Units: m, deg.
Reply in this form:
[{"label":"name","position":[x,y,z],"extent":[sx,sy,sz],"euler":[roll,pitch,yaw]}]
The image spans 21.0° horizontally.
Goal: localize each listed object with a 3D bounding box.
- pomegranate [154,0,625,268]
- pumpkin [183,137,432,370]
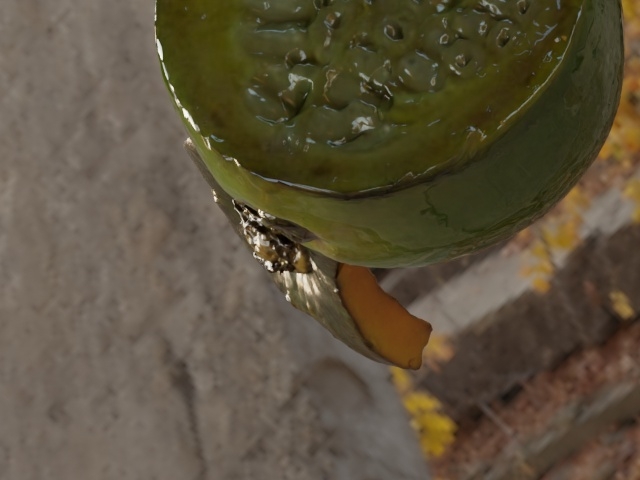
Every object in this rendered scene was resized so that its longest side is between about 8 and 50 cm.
[{"label":"pomegranate","position":[0.031,-0.101,0.750],"extent":[0.190,0.240,0.159],"euler":[-19,-20,10]},{"label":"pumpkin","position":[-0.019,-0.019,1.577],"extent":[0.095,0.290,0.258],"euler":[-41,49,-17]}]
